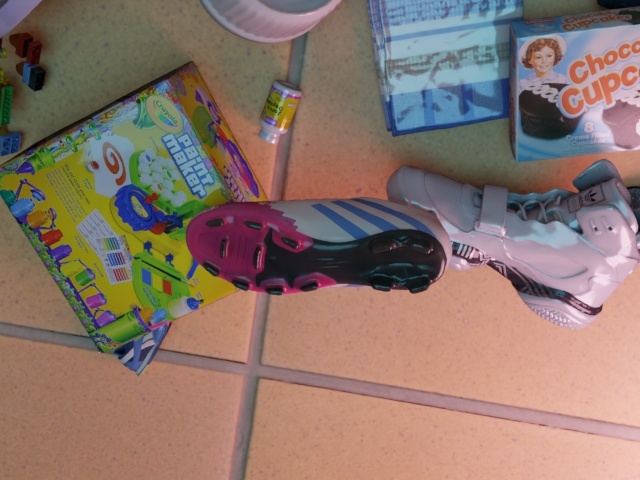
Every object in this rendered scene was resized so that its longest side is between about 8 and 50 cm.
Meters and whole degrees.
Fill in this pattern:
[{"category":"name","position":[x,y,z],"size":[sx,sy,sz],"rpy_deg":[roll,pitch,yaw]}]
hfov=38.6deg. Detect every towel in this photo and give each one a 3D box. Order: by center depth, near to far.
[{"category":"towel","position":[0.169,-0.292,1.230],"size":[0.209,0.034,0.285],"rpy_deg":[-9,111,5]}]

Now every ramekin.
[{"category":"ramekin","position":[-0.054,-0.355,1.137],"size":[0.207,0.109,0.207],"rpy_deg":[-3,97,-22]}]

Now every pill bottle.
[{"category":"pill bottle","position":[-0.059,-0.179,1.279],"size":[0.043,0.043,0.083],"rpy_deg":[21,109,-4]}]

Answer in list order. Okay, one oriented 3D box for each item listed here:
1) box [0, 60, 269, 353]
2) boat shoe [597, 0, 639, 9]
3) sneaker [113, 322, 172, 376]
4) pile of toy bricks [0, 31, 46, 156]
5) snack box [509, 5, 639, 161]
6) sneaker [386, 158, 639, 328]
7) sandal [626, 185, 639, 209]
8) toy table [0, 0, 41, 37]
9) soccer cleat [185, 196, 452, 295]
[{"category":"box","position":[-0.240,-0.048,1.267],"size":[0.279,0.177,0.290],"rpy_deg":[-24,106,12]},{"category":"boat shoe","position":[0.391,-0.413,1.133],"size":[0.089,0.109,0.258],"rpy_deg":[0,108,5]},{"category":"sneaker","position":[-0.268,0.142,1.404],"size":[0.059,0.053,0.144],"rpy_deg":[31,108,-5]},{"category":"pile of toy bricks","position":[-0.470,-0.216,1.277],"size":[0.105,0.118,0.212],"rpy_deg":[38,128,20]},{"category":"snack box","position":[0.412,-0.210,1.197],"size":[0.321,0.060,0.187],"rpy_deg":[-6,126,4]},{"category":"sneaker","position":[0.282,-0.038,1.233],"size":[0.365,0.137,0.210],"rpy_deg":[30,127,-12]},{"category":"sandal","position":[0.514,-0.044,1.295],"size":[0.179,0.040,0.067],"rpy_deg":[13,105,14]},{"category":"toy table","position":[-0.364,-0.405,1.127],"size":[0.274,0.252,0.161],"rpy_deg":[-49,117,-6]},{"category":"soccer cleat","position":[0.000,0.000,1.163],"size":[0.331,0.143,0.116],"rpy_deg":[6,117,4]}]
